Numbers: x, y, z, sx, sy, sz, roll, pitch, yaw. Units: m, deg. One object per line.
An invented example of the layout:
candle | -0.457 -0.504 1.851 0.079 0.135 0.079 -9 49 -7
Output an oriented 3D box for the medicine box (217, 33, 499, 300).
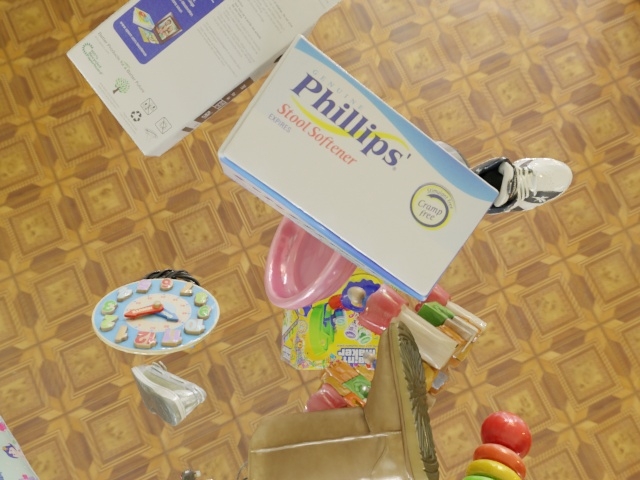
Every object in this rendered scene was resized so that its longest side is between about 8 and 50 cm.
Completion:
medicine box | 0.022 -0.078 0.618 0.263 0.289 0.149 35 89 -10

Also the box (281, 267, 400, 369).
box | 0.055 0.210 1.371 0.290 0.177 0.279 4 84 -18

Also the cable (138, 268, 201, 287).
cable | -0.397 0.139 1.235 0.184 0.047 0.150 3 62 -14

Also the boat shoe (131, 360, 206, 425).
boat shoe | -0.424 0.403 1.327 0.103 0.320 0.118 -25 105 -36

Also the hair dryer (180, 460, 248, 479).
hair dryer | -0.243 0.715 1.214 0.224 0.080 0.293 -4 76 -4

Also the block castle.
block castle | 0.152 0.239 0.999 0.213 0.453 0.303 34 101 24

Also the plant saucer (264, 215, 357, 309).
plant saucer | 0.000 0.000 1.053 0.084 0.332 0.332 28 81 -26

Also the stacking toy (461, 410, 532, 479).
stacking toy | 0.290 0.431 0.815 0.141 0.141 0.330 37 48 4

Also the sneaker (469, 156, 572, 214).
sneaker | 0.317 -0.089 0.797 0.235 0.153 0.094 -1 97 0

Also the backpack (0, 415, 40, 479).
backpack | -0.408 0.283 0.454 0.225 0.253 0.191 31 103 32

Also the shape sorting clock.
shape sorting clock | -0.278 0.122 0.832 0.206 0.206 0.040 10 121 1

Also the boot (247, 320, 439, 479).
boot | 0.019 0.255 0.714 0.269 0.089 0.236 -19 52 24

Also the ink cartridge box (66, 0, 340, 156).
ink cartridge box | -0.144 -0.273 0.636 0.333 0.065 0.165 -35 96 7

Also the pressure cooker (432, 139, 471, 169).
pressure cooker | 0.287 -0.151 1.721 0.420 0.375 0.370 -16 71 -35
